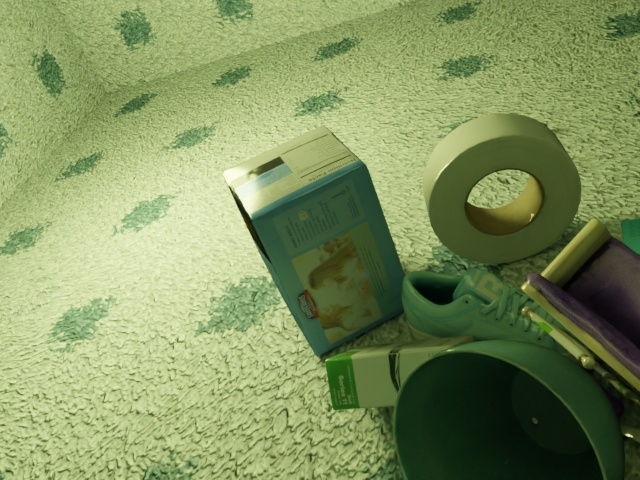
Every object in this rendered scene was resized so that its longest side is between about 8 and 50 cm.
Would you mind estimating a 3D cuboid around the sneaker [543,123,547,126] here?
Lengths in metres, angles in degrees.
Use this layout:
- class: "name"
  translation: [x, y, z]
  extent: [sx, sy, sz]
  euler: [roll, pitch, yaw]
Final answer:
- class: "sneaker"
  translation: [0.517, -0.264, 1.677]
  extent: [0.083, 0.031, 0.035]
  euler: [-31, 32, -11]

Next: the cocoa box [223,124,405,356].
- class: "cocoa box"
  translation: [0.000, 0.000, 1.328]
  extent: [0.232, 0.347, 0.228]
  euler: [-27, 33, -6]

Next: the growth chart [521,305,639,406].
- class: "growth chart"
  translation: [0.396, 0.185, 0.945]
  extent: [0.021, 0.237, 0.172]
  euler: [-51, 24, 8]

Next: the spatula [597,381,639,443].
- class: "spatula"
  translation: [0.444, 0.277, 0.938]
  extent: [0.084, 0.030, 0.296]
  euler: [-35, 34, -15]

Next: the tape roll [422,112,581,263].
- class: "tape roll"
  translation: [0.343, -0.094, 1.311]
  extent: [0.286, 0.286, 0.100]
  euler: [-17, 32, 11]

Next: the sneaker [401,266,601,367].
- class: "sneaker"
  translation: [0.291, 0.122, 1.150]
  extent: [0.366, 0.150, 0.135]
  euler: [2, 41, 35]

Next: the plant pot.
- class: "plant pot"
  translation: [0.270, 0.251, 0.898]
  extent: [0.290, 0.290, 0.196]
  euler: [11, 20, 42]

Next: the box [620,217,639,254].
- class: "box"
  translation: [0.534, 0.074, 1.112]
  extent: [0.060, 0.100, 0.244]
  euler: [-9, 35, 25]

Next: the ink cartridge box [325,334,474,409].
- class: "ink cartridge box"
  translation: [0.136, 0.211, 1.104]
  extent: [0.209, 0.086, 0.153]
  euler: [-11, -5, 26]

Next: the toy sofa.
- class: "toy sofa"
  translation: [0.451, 0.129, 0.895]
  extent: [0.150, 0.177, 0.362]
  euler: [-49, 50, 7]
